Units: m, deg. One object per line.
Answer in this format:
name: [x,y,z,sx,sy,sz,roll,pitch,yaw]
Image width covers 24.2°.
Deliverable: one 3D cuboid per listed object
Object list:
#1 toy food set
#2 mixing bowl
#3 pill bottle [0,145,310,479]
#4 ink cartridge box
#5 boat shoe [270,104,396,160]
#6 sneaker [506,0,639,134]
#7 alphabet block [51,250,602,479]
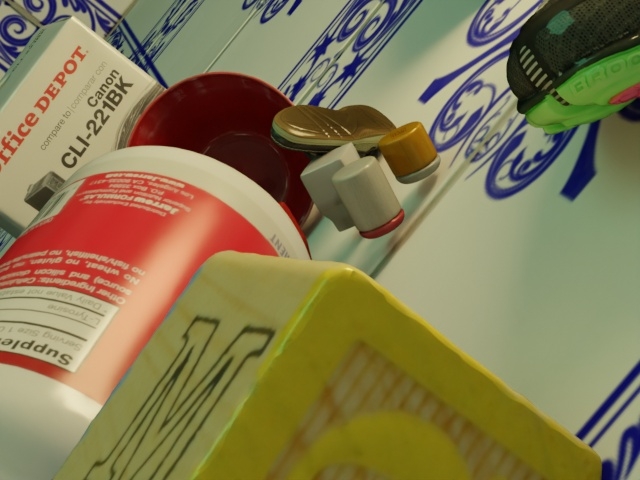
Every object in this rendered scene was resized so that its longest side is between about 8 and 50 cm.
toy food set: [0.000,0.000,1.209,0.232,0.104,0.111,-23,16,22]
mixing bowl: [-0.084,-0.059,1.389,0.181,0.181,0.098,-51,-8,2]
pill bottle: [-0.165,0.127,1.022,0.229,0.229,0.407,-37,15,36]
ink cartridge box: [-0.208,-0.061,1.469,0.197,0.273,0.114,-56,19,-11]
boat shoe: [0.009,-0.084,1.279,0.056,0.152,0.049,43,118,29]
sneaker: [0.203,-0.261,0.999,0.185,0.202,0.482,-30,28,48]
alphabet block: [-0.008,0.133,0.794,0.193,0.192,0.197,-58,18,-11]
